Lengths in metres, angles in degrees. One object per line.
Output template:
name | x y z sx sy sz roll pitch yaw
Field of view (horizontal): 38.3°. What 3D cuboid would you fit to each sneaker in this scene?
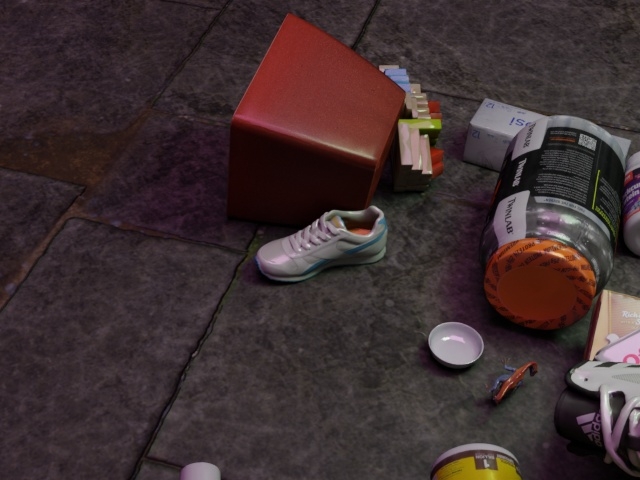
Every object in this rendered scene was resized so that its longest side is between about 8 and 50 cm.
sneaker | 0.356 0.230 0.915 0.257 0.169 0.447 -1 7 22
sneaker | 0.000 0.000 1.518 0.228 0.092 0.087 -14 47 -15

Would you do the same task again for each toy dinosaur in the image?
toy dinosaur | 0.283 0.205 1.332 0.082 0.047 0.090 -31 16 3

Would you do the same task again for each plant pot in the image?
plant pot | 0.000 -0.175 1.573 0.235 0.267 0.267 19 57 5

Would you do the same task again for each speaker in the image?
speaker | -0.152 0.352 1.166 0.055 0.055 0.136 -3 44 -6

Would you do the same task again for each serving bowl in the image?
serving bowl | 0.204 0.164 1.399 0.083 0.027 0.083 1 43 -1

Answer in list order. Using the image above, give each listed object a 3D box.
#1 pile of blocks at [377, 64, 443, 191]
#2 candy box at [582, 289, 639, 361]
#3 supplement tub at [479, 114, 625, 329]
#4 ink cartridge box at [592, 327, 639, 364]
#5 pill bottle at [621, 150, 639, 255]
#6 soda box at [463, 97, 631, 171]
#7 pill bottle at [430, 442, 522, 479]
pile of blocks | 0.181 -0.240 1.738 0.112 0.149 0.362 -1 43 -5
candy box | 0.530 0.201 1.292 0.316 0.087 0.183 14 65 13
supplement tub | 0.374 -0.032 1.483 0.207 0.207 0.338 14 44 12
ink cartridge box | 0.513 0.237 1.155 0.223 0.129 0.308 -27 68 -2
pill bottle | 0.578 -0.070 1.602 0.108 0.108 0.194 8 43 6
soda box | 0.417 -0.167 1.712 0.286 0.091 0.098 19 45 17
pill bottle | 0.201 0.365 1.120 0.117 0.117 0.215 0 44 -2
